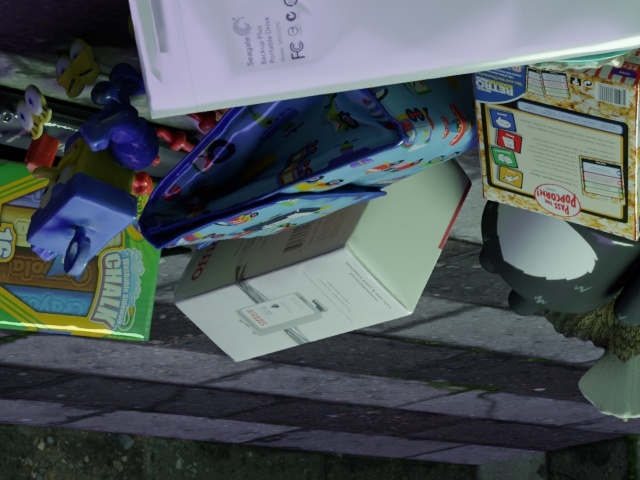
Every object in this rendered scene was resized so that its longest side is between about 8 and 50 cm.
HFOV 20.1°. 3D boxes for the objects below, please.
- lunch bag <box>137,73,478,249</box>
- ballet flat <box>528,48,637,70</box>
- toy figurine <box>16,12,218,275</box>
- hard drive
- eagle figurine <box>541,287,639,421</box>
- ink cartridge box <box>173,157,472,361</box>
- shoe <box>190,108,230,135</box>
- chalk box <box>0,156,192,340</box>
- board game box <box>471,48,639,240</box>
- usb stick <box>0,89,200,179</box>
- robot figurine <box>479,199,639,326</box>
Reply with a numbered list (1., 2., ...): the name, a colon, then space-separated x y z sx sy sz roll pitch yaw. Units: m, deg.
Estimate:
1. lunch bag: -0.017 -0.079 1.603 0.293 0.138 0.221 -33 170 29
2. ballet flat: 0.049 -0.229 1.340 0.409 0.147 0.147 12 161 -15
3. toy figurine: -0.167 -0.061 1.641 0.191 0.217 0.362 30 143 -22
4. hard drive: 0.040 -0.215 1.229 0.353 0.047 0.233 -8 124 -1
5. eagle figurine: 0.348 0.044 2.013 0.226 0.298 0.225 -16 -166 -23
6. ink cartridge box: 0.000 0.000 1.978 0.283 0.207 0.117 -18 125 44
7. shoe: -0.062 -0.134 1.799 0.081 0.063 0.178 -15 164 24
8. chalk box: -0.285 0.010 1.979 0.289 0.179 0.180 9 179 -34
9. board game box: 0.204 -0.093 1.513 0.147 0.045 0.193 17 145 21
10. usb stick: -0.245 -0.108 1.882 0.278 0.045 0.077 12 159 -42
11. robot figurine: 0.270 -0.034 1.848 0.209 0.173 0.278 27 139 -7
